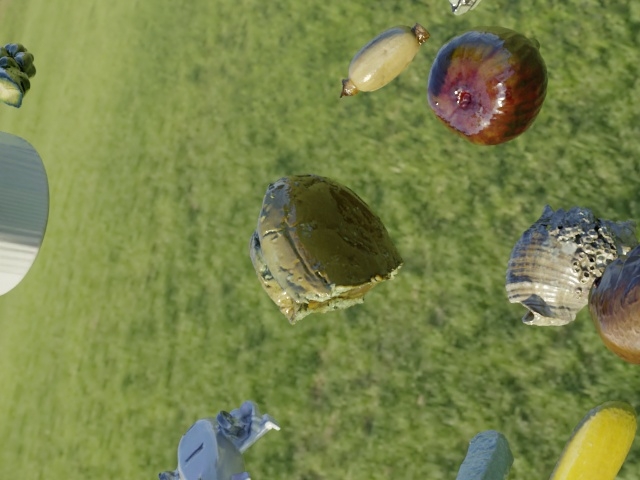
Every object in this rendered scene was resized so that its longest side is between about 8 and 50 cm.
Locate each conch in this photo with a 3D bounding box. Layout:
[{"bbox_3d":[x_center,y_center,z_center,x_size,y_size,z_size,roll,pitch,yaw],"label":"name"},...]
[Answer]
[{"bbox_3d":[0.381,0.034,1.713,0.245,0.163,0.178,-41,45,-13],"label":"conch"}]

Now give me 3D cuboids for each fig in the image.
[{"bbox_3d":[0.330,-0.313,2.032,0.321,0.217,0.217,-46,-1,-44],"label":"fig"}]

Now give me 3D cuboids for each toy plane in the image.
[{"bbox_3d":[-0.164,0.366,1.786,0.252,0.118,0.252,-37,28,23],"label":"toy plane"}]

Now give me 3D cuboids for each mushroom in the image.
[{"bbox_3d":[0.433,0.057,1.329,0.153,0.253,0.253,60,141,11],"label":"mushroom"}]

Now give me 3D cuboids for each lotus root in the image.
[{"bbox_3d":[0.084,-0.250,1.564,0.150,0.062,0.073,-37,5,12],"label":"lotus root"}]

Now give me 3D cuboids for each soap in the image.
[{"bbox_3d":[0.233,0.218,1.013,0.033,0.089,0.168,34,102,49],"label":"soap"}]

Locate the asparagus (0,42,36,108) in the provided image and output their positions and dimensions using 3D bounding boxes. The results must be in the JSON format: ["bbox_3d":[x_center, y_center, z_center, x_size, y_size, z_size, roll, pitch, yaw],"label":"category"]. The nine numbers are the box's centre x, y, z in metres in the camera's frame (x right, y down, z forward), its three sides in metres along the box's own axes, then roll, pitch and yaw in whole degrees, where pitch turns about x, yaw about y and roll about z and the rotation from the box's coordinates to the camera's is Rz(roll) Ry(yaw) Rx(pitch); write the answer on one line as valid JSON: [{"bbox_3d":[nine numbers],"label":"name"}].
[{"bbox_3d":[-0.494,-0.268,1.793,0.287,0.080,0.080,-107,39,-67],"label":"asparagus"}]

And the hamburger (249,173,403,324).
[{"bbox_3d":[0.000,0.000,1.668,0.132,0.309,0.211,-38,79,26],"label":"hamburger"}]

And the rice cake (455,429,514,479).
[{"bbox_3d":[0.242,0.366,1.721,0.063,0.069,0.206,-11,18,29],"label":"rice cake"}]

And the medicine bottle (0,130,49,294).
[{"bbox_3d":[-0.448,-0.054,0.995,0.243,0.395,0.242,-6,80,37],"label":"medicine bottle"}]

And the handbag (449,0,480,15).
[{"bbox_3d":[0.166,-0.360,1.112,0.315,0.109,0.241,-47,42,44],"label":"handbag"}]
